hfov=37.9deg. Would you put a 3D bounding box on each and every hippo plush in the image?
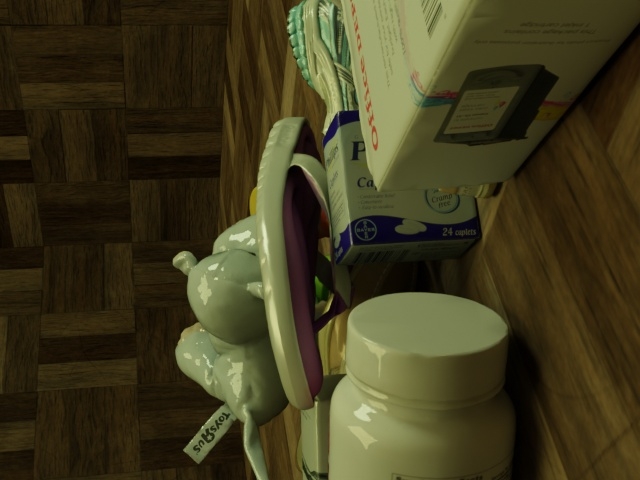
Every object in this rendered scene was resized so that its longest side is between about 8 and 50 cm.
[{"bbox_3d":[-0.110,0.092,1.165,0.294,0.234,0.237,-50,-42,-37],"label":"hippo plush"}]

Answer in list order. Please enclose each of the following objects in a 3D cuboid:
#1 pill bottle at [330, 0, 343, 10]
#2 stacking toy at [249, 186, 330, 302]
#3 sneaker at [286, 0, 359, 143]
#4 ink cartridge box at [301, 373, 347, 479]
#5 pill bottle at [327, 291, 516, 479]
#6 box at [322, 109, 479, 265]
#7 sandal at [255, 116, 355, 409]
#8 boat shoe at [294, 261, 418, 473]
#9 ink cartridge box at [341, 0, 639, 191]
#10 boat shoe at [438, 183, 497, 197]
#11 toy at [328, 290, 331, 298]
[{"bbox_3d":[0.045,-0.355,0.936,0.146,0.146,0.264,101,162,-49],"label":"pill bottle"},{"bbox_3d":[0.023,0.072,1.382,0.279,0.130,0.309,41,142,38],"label":"stacking toy"},{"bbox_3d":[0.064,-0.140,0.985,0.110,0.122,0.283,-22,-91,-64],"label":"sneaker"},{"bbox_3d":[0.060,0.248,0.976,0.087,0.153,0.209,-157,64,-77],"label":"ink cartridge box"},{"bbox_3d":[0.086,0.200,0.816,0.160,0.160,0.283,-123,32,-69],"label":"pill bottle"},{"bbox_3d":[0.075,-0.052,0.899,0.072,0.126,0.137,117,148,-70],"label":"box"},{"bbox_3d":[-0.003,-0.011,0.985,0.416,0.102,0.169,-93,-11,-49],"label":"sandal"},{"bbox_3d":[0.066,0.152,1.083,0.110,0.121,0.341,30,120,35],"label":"boat shoe"},{"bbox_3d":[0.112,-0.199,0.669,0.306,0.131,0.226,112,153,-68],"label":"ink cartridge box"},{"bbox_3d":[0.116,-0.115,0.848,0.063,0.059,0.170,105,159,-57],"label":"boat shoe"},{"bbox_3d":[0.055,-0.006,1.155,0.137,0.056,0.237,52,-142,-65],"label":"toy"}]
